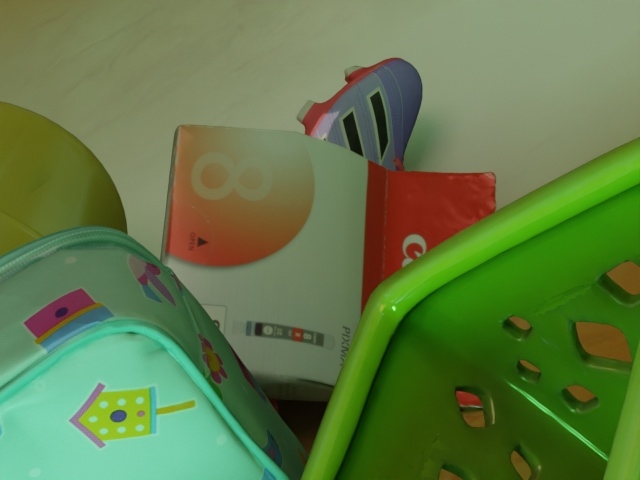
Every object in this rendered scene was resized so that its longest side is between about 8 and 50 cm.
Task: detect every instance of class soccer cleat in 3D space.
[{"bbox_3d":[0.000,0.000,1.073,0.095,0.083,0.248,30,64,18],"label":"soccer cleat"}]

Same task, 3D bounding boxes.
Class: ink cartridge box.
[{"bbox_3d":[0.005,0.014,1.001,0.179,0.045,0.145,2,64,3],"label":"ink cartridge box"}]

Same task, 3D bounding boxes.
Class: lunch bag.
[{"bbox_3d":[-0.119,0.136,0.854,0.224,0.279,0.108,-32,39,3],"label":"lunch bag"}]

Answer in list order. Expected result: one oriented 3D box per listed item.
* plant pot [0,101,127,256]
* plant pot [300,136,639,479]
[{"bbox_3d":[-0.209,0.050,1.032,0.254,0.254,0.239,-13,30,18],"label":"plant pot"},{"bbox_3d":[0.129,0.122,0.746,0.227,0.207,0.228,-30,31,49],"label":"plant pot"}]
